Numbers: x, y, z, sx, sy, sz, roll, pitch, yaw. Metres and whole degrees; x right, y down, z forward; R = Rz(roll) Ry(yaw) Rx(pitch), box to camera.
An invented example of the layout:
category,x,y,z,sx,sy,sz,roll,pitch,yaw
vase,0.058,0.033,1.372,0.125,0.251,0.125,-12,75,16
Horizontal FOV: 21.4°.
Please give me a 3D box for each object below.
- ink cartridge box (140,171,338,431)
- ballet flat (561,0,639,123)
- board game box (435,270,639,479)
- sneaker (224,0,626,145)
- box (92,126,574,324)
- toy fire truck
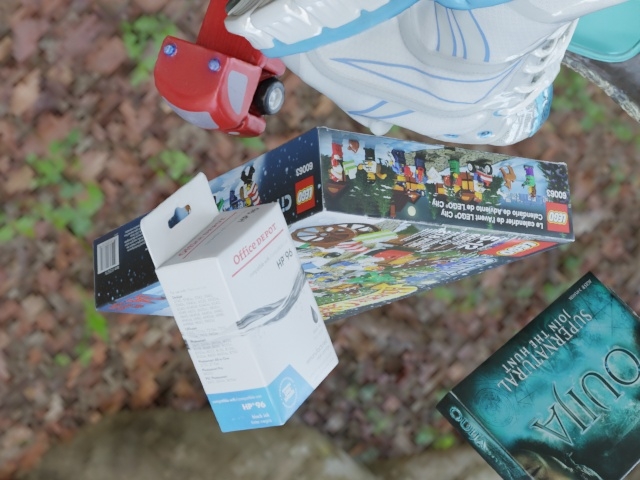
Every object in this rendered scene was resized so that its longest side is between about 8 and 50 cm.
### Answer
category,x,y,z,sx,sy,sz,roll,pitch,yaw
ink cartridge box,-0.028,0.019,0.602,0.028,0.083,0.048,-10,-160,32
ballet flat,0.268,-0.166,1.282,0.164,0.482,0.182,-57,-177,31
board game box,0.182,0.112,1.203,0.186,0.126,0.026,-36,167,-41
sneaker,0.052,-0.066,0.488,0.071,0.083,0.190,-51,-158,-20
box,0.000,0.000,0.920,0.159,0.044,0.233,6,163,-34
toy fire truck,-0.045,-0.153,0.844,0.135,0.047,0.192,16,95,-62
